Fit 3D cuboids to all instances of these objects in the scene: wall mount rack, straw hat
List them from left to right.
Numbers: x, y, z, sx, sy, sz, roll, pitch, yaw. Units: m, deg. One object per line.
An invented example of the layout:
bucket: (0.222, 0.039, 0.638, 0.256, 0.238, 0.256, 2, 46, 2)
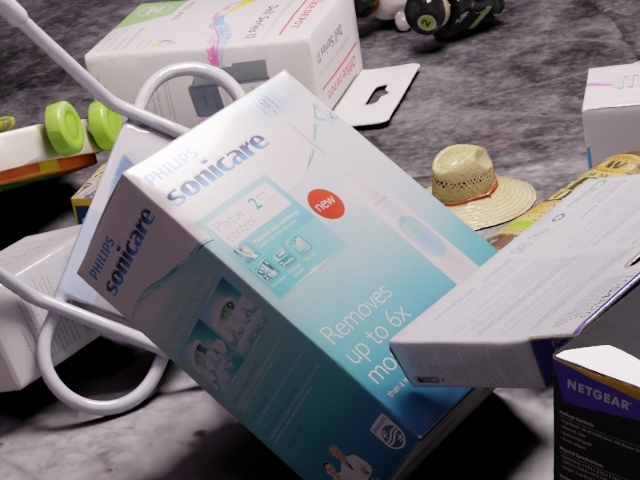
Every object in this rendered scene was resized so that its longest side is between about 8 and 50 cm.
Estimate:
wall mount rack: (-0.183, -0.042, 1.561, 0.304, 0.130, 0.350, 22, 67, -9)
straw hat: (0.143, -0.063, 1.829, 0.144, 0.061, 0.144, -9, 23, 4)

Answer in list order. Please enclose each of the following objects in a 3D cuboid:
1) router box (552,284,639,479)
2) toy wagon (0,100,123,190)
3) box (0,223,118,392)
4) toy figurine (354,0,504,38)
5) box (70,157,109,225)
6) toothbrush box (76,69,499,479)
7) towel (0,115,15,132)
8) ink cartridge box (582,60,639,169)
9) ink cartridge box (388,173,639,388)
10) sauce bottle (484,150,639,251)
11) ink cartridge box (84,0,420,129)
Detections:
router box: (0.262, 0.117, 1.149, 0.081, 0.243, 0.309, 19, 37, 36)
toy wagon: (-0.348, -0.088, 1.991, 0.267, 0.068, 0.344, -15, 1, 16)
box: (-0.267, 0.062, 1.640, 0.130, 0.091, 0.170, -10, 18, 44)
toy figurine: (0.122, -0.368, 2.331, 0.148, 0.213, 0.209, -13, 21, -42)
box: (-0.206, -0.057, 1.964, 0.059, 0.054, 0.169, -2, 25, 18)
toothbrush box: (-0.002, 0.036, 1.403, 0.295, 0.126, 0.216, 41, 43, 12)
towel: (-0.436, -0.111, 1.981, 0.102, 0.021, 0.237, -16, 1, 24)
ink cartridge box: (0.318, -0.120, 1.850, 0.090, 0.092, 0.143, -5, 23, 13)
ink cartridge box: (0.186, 0.023, 1.232, 0.223, 0.045, 0.224, -37, 13, -25)
sauce bottle: (0.255, -0.011, 1.611, 0.111, 0.111, 0.344, 11, 31, 39)
ink cartridge box: (-0.076, -0.215, 2.183, 0.353, 0.119, 0.207, -3, 25, 17)
